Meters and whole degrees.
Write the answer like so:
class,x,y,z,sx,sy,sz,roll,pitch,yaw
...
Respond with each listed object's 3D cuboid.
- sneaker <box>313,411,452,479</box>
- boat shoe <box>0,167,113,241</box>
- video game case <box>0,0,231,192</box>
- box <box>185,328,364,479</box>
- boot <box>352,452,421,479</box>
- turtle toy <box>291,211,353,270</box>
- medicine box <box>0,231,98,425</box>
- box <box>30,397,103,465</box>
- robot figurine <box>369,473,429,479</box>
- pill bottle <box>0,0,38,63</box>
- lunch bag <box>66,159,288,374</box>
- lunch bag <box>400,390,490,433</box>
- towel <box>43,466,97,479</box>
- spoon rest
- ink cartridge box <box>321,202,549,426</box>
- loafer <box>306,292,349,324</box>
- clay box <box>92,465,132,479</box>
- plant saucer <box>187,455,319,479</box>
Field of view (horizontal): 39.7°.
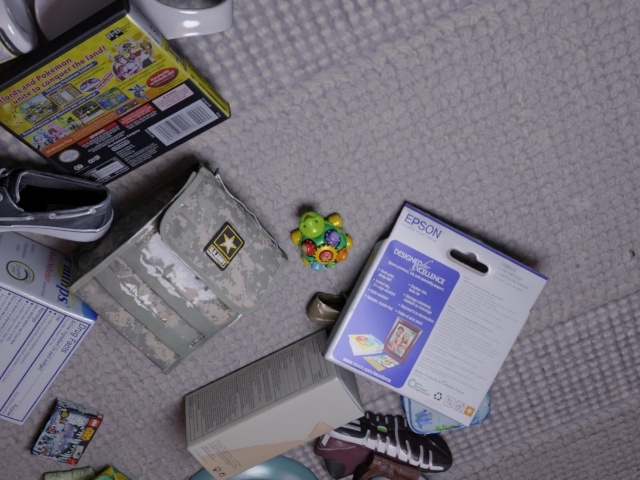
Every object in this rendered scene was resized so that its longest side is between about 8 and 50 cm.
class,x,y,z,sx,sy,sz,roll,pitch,yaw
sneaker,0.116,0.437,1.814,0.282,0.106,0.162,21,125,-12
boat shoe,-0.467,-0.066,1.341,0.302,0.108,0.102,9,148,-10
video game case,-0.311,-0.198,1.286,0.275,0.035,0.248,-25,141,18
box,-0.089,0.308,1.655,0.311,0.148,0.121,-26,125,10
boot,0.131,0.470,1.754,0.114,0.037,0.106,22,130,-17
turtle toy,0.000,0.000,1.510,0.095,0.066,0.130,-23,124,7
medicine box,-0.551,0.125,1.454,0.289,0.149,0.263,28,115,-25
box,-0.487,0.368,1.701,0.094,0.027,0.137,21,117,-23
robot figurine,0.178,0.607,1.885,0.209,0.173,0.278,-20,125,-9
pill bottle,-0.507,-0.280,1.209,0.209,0.119,0.119,-19,124,4
lunch bag,-0.222,0.037,1.443,0.287,0.169,0.235,-38,118,7
lunch bag,0.234,0.268,1.713,0.176,0.090,0.218,-12,125,-2
towel,-0.495,0.519,1.801,0.110,0.027,0.148,-8,124,-5
spoon rest,-0.259,-0.321,1.244,0.277,0.084,0.137,-3,124,-9
ink cartridge box,0.202,0.133,1.577,0.304,0.072,0.307,27,91,-11
loafer,0.050,0.127,1.609,0.148,0.056,0.050,3,129,-11
clay box,-0.416,0.543,1.791,0.127,0.053,0.222,-37,127,2
plant saucer,-0.148,0.579,1.889,0.318,0.043,0.317,-4,124,-6
